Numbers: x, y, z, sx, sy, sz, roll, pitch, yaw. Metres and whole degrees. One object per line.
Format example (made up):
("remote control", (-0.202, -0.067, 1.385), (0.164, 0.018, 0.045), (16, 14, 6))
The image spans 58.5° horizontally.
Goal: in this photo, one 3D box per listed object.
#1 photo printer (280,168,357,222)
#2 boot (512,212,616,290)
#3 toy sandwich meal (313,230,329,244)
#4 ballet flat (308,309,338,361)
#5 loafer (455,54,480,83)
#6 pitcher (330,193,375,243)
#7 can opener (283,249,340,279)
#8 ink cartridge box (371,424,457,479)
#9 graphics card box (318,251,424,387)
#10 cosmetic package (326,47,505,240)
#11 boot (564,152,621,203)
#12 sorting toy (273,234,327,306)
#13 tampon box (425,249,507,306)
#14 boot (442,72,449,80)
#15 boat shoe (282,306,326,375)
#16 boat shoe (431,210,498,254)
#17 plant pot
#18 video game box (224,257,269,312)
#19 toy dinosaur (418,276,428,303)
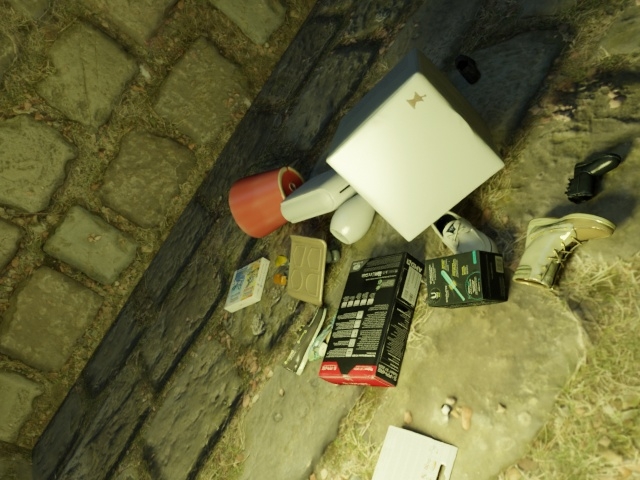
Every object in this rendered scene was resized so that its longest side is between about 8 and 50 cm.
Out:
("photo printer", (0.029, -0.182, 2.066), (0.256, 0.107, 0.307), (-41, 16, -36))
("boot", (0.527, 0.028, 1.249), (0.213, 0.077, 0.165), (-5, 57, 60))
("toy sandwich meal", (0.000, 0.000, 2.100), (0.085, 0.029, 0.085), (-42, 31, 33))
("ballet flat", (0.030, 0.298, 1.733), (0.188, 0.070, 0.070), (-59, 29, 3))
("loafer", (0.486, -0.592, 1.925), (0.062, 0.061, 0.170), (-44, 31, 22))
("pitcher", (0.119, -0.089, 1.938), (0.207, 0.125, 0.178), (-52, 7, -14))
("can opener", (-0.038, 0.092, 2.046), (0.283, 0.076, 0.095), (-10, 85, 51))
("ink cartridge box", (0.216, 0.513, 1.290), (0.179, 0.045, 0.145), (7, 65, 38))
("graphics card box", (0.144, 0.223, 1.605), (0.233, 0.094, 0.371), (-16, 50, 50))
("cosmetic package", (0.258, -0.281, 1.595), (0.327, 0.329, 0.393), (-41, 14, 24))
("boot", (0.621, -0.140, 1.305), (0.121, 0.045, 0.099), (-16, 46, 58))
("sorting toy", (-0.070, 0.095, 2.001), (0.307, 0.041, 0.229), (9, 99, 55))
("tampon box", (0.350, 0.097, 1.382), (0.161, 0.101, 0.120), (-15, 71, 49))
("boot", (0.352, -0.450, 1.947), (0.123, 0.095, 0.258), (0, 62, 48))
("boat shoe", (-0.048, 0.307, 1.802), (0.081, 0.069, 0.228), (99, -166, -73))
("boat shoe", (0.367, -0.017, 1.514), (0.096, 0.088, 0.267), (-48, 30, 14))
("plant pot", (-0.198, -0.174, 2.349), (0.243, 0.275, 0.275), (-22, 44, 33))
("video game box", (-0.302, 0.184, 2.345), (0.205, 0.048, 0.187), (-26, 44, 42))
("toy dinosaur", (0.303, 0.133, 1.535), (0.090, 0.047, 0.082), (28, 74, 27))
